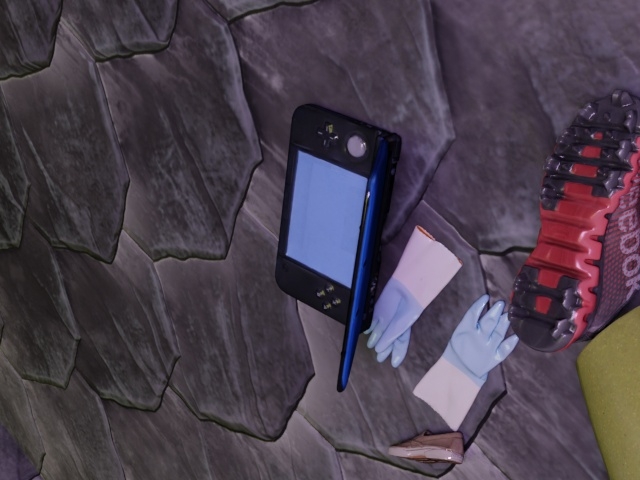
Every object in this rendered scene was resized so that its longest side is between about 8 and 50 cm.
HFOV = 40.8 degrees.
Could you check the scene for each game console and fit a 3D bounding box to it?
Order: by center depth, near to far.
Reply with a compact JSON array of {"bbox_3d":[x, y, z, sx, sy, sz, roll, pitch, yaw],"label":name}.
[{"bbox_3d":[0.000,0.000,1.117,0.250,0.173,0.293,25,120,33],"label":"game console"}]

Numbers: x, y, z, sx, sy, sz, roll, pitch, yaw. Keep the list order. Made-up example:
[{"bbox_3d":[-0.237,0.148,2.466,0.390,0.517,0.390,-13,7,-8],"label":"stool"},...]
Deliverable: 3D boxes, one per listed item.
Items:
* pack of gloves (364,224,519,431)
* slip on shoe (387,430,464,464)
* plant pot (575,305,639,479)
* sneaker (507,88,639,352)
[{"bbox_3d":[0.144,0.128,1.143,0.195,0.046,0.232,43,133,22],"label":"pack of gloves"},{"bbox_3d":[0.150,0.291,1.219,0.135,0.051,0.041,-18,56,55],"label":"slip on shoe"},{"bbox_3d":[0.386,0.201,0.816,0.293,0.275,0.275,60,140,29],"label":"plant pot"},{"bbox_3d":[0.290,-0.015,0.901,0.097,0.135,0.276,23,101,50],"label":"sneaker"}]
